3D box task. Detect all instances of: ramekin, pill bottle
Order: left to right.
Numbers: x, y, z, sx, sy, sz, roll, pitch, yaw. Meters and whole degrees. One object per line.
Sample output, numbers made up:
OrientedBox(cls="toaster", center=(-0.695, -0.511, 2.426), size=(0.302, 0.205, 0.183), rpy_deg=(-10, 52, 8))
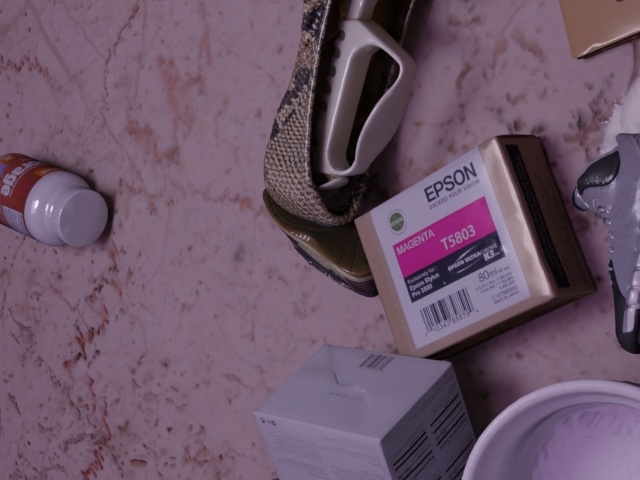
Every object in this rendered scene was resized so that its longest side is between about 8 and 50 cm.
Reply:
OrientedBox(cls="pill bottle", center=(-0.437, -0.061, 1.938), size=(0.216, 0.121, 0.121), rpy_deg=(19, 105, 41))
OrientedBox(cls="ramekin", center=(0.287, 0.268, 1.214), size=(0.277, 0.135, 0.277), rpy_deg=(0, 91, 24))

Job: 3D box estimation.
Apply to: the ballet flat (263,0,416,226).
OrientedBox(cls="ballet flat", center=(0.054, -0.242, 1.430), size=(0.182, 0.164, 0.483), rpy_deg=(32, 115, 50))

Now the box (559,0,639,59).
OrientedBox(cls="box", center=(0.316, -0.312, 1.286), size=(0.164, 0.021, 0.201), rpy_deg=(-19, 78, 42))

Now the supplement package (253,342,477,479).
OrientedBox(cls="supplement package", center=(0.064, 0.250, 1.408), size=(0.194, 0.149, 0.203), rpy_deg=(6, 124, 42))

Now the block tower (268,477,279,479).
OrientedBox(cls="block tower", center=(-0.128, 0.483, 1.687), size=(0.091, 0.097, 0.335), rpy_deg=(46, 122, 33))

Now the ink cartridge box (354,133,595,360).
OrientedBox(cls="ink cartridge box", center=(0.169, 0.015, 1.392), size=(0.234, 0.088, 0.193), rpy_deg=(-32, 72, 41))

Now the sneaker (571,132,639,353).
OrientedBox(cls="sneaker", center=(0.315, -0.004, 1.267), size=(0.132, 0.086, 0.229), rpy_deg=(14, 91, 47))

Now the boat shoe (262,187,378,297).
OrientedBox(cls="boat shoe", center=(0.001, 0.000, 1.557), size=(0.223, 0.080, 0.073), rpy_deg=(40, 151, 40))
